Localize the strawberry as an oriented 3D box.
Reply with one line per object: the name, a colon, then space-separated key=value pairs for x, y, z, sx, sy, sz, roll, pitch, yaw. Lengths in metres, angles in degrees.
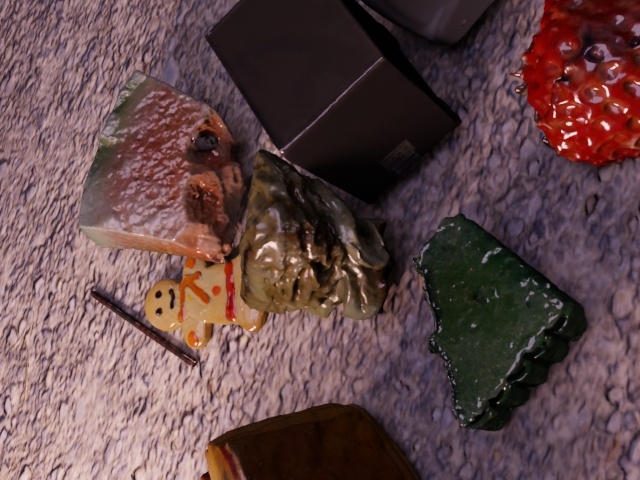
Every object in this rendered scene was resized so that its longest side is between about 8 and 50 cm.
strawberry: x=0.354 y=-0.197 z=0.901 sx=0.253 sy=0.150 sz=0.280 roll=-52 pitch=56 yaw=11

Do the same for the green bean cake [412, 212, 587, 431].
green bean cake: x=0.186 y=0.096 z=0.956 sx=0.208 sy=0.107 sz=0.193 roll=45 pitch=105 yaw=33

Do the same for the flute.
flute: x=-0.291 y=0.140 z=1.299 sx=0.270 sy=0.014 sz=0.014 roll=27 pitch=93 yaw=34

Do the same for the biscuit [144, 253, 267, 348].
biscuit: x=-0.180 y=0.089 z=1.234 sx=0.235 sy=0.030 sz=0.153 roll=-9 pitch=71 yaw=30

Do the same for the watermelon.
watermelon: x=-0.261 y=-0.115 z=1.248 sx=0.302 sy=0.151 sz=0.264 roll=9 pitch=76 yaw=35

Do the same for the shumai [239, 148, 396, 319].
shumai: x=-0.002 y=0.000 z=1.059 sx=0.218 sy=0.256 sz=0.189 roll=13 pitch=66 yaw=1

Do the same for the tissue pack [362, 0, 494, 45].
tissue pack: x=0.099 y=-0.417 z=1.002 sx=0.229 sy=0.333 sz=0.236 roll=-49 pitch=61 yaw=10

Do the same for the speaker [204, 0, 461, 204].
speaker: x=0.020 y=-0.203 z=1.047 sx=0.184 sy=0.254 sz=0.232 roll=-41 pitch=60 yaw=16

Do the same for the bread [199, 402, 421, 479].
bread: x=0.006 y=0.367 z=0.927 sx=0.324 sy=0.278 sz=0.167 roll=58 pitch=133 yaw=29
